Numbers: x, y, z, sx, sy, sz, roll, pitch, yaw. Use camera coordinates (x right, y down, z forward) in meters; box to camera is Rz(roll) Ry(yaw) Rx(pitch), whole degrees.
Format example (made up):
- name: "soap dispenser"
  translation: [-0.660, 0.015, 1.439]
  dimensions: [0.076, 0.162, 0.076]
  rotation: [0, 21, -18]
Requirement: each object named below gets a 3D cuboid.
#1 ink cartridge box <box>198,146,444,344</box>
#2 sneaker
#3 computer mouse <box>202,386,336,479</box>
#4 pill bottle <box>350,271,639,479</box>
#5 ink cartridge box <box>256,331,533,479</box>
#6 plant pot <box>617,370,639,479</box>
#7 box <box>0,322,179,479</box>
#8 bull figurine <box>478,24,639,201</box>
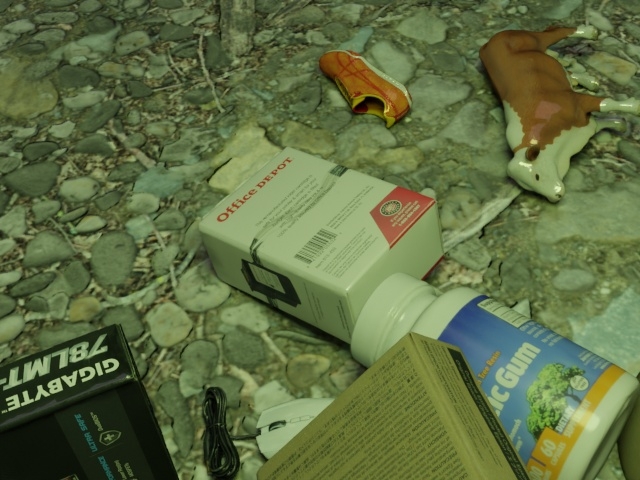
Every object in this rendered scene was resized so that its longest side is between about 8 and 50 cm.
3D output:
- name: "ink cartridge box"
  translation: [0.000, 0.000, 1.086]
  dimensions: [0.237, 0.100, 0.172]
  rotation: [23, 54, 36]
- name: "sneaker"
  translation: [0.054, -0.227, 1.330]
  dimensions: [0.067, 0.064, 0.175]
  rotation: [-42, 55, -16]
- name: "computer mouse"
  translation: [-0.033, 0.199, 0.977]
  dimensions: [0.192, 0.042, 0.106]
  rotation: [-5, 48, 1]
- name: "pill bottle"
  translation: [0.170, 0.142, 0.937]
  dimensions: [0.272, 0.152, 0.152]
  rotation: [29, 57, 26]
- name: "ink cartridge box"
  translation: [0.065, 0.232, 0.826]
  dimensions: [0.235, 0.088, 0.193]
  rotation: [-45, 47, 24]
- name: "plant pot"
  translation: [0.446, 0.162, 0.870]
  dimensions: [0.284, 0.191, 0.284]
  rotation: [-3, 48, 3]
- name: "box"
  translation: [-0.276, 0.232, 0.803]
  dimensions: [0.293, 0.296, 0.073]
  rotation: [-20, 48, -13]
- name: "bull figurine"
  translation: [0.320, -0.190, 1.250]
  dimensions: [0.188, 0.101, 0.310]
  rotation: [-6, 51, -5]
